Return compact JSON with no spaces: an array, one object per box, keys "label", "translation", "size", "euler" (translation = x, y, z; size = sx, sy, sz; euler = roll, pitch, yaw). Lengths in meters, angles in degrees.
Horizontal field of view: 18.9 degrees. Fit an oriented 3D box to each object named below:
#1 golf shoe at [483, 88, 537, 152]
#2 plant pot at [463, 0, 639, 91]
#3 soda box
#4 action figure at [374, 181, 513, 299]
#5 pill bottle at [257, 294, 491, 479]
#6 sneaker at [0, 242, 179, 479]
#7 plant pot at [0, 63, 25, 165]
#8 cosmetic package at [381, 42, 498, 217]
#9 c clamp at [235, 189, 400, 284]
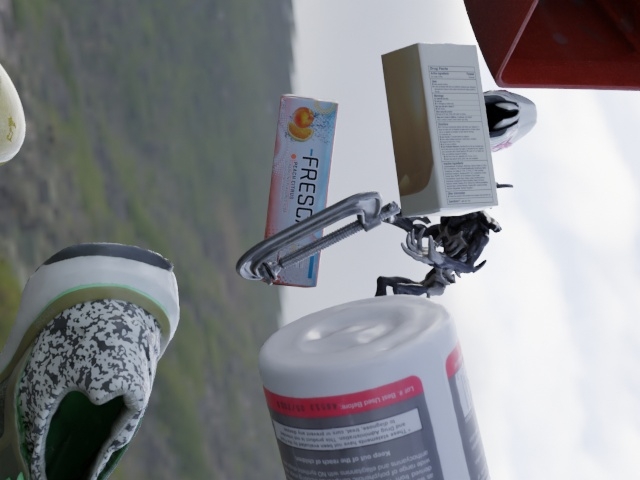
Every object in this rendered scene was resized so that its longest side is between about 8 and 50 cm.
[{"label":"golf shoe","translation":[0.184,-0.125,2.030],"size":[0.086,0.186,0.067],"euler":[0,-83,39]},{"label":"plant pot","translation":[0.300,-0.347,2.179],"size":[0.235,0.267,0.267],"euler":[60,-42,39]},{"label":"soda box","translation":[-0.021,-0.049,1.860],"size":[0.063,0.058,0.183],"euler":[-95,-167,-83]},{"label":"action figure","translation":[0.129,0.016,2.454],"size":[0.275,0.141,0.164],"euler":[-57,-154,-5]},{"label":"pill bottle","translation":[0.063,0.223,1.690],"size":[0.176,0.176,0.318],"euler":[-127,-157,-73]},{"label":"sneaker","translation":[-0.244,0.193,1.673],"size":[0.182,0.158,0.410],"euler":[-97,-153,-48]},{"label":"plant pot","translation":[-0.352,-0.123,1.935],"size":[0.095,0.134,0.134],"euler":[37,34,-55]},{"label":"cosmetic package","translation":[0.081,-0.075,1.311],"size":[0.041,0.060,0.115],"euler":[-13,-98,48]},{"label":"c clamp","translation":[0.000,0.000,1.661],"size":[0.022,0.161,0.137],"euler":[63,-9,13]}]
